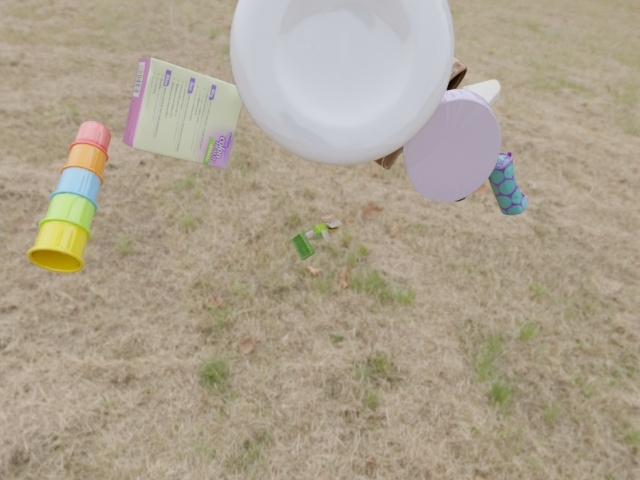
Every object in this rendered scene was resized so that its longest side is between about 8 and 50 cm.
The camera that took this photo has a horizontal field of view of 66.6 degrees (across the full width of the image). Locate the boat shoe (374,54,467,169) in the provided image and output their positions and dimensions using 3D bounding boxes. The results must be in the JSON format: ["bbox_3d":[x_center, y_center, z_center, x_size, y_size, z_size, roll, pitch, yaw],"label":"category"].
[{"bbox_3d":[0.246,-0.320,1.216,0.120,0.323,0.123,36,15,23],"label":"boat shoe"}]

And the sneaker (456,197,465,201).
[{"bbox_3d":[0.341,-0.197,1.145,0.108,0.302,0.121,-21,68,-2],"label":"sneaker"}]

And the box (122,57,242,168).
[{"bbox_3d":[-0.344,-0.315,1.228,0.243,0.213,0.117,8,12,-35],"label":"box"}]

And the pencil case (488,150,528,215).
[{"bbox_3d":[0.447,-0.135,1.171,0.070,0.151,0.064,-26,31,14],"label":"pencil case"}]

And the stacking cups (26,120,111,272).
[{"bbox_3d":[-0.475,-0.093,0.955,0.096,0.096,0.316,2,57,-5],"label":"stacking cups"}]

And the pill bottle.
[{"bbox_3d":[0.015,-0.250,0.661,0.229,0.228,0.407,4,20,-3],"label":"pill bottle"}]

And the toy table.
[{"bbox_3d":[0.235,-0.218,0.943,0.253,0.274,0.160,-6,57,-1],"label":"toy table"}]

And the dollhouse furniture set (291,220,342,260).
[{"bbox_3d":[0.000,0.000,1.190,0.152,0.076,0.058,-16,74,-55],"label":"dollhouse furniture set"}]
